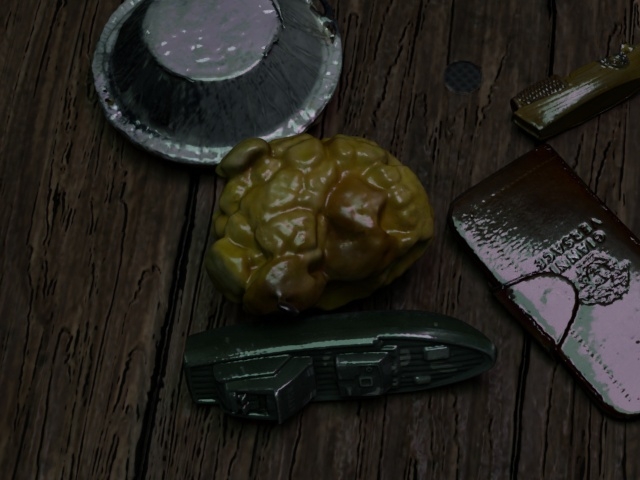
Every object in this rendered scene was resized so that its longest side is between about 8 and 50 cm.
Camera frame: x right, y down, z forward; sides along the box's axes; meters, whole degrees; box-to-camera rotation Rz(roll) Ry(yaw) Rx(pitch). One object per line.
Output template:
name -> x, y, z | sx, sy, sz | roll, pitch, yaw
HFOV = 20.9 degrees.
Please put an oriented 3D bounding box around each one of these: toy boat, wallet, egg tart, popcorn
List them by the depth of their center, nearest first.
toy boat -> 0.017, 0.105, 1.443 | 0.261, 0.078, 0.085 | -4, 45, 2
popcorn -> -0.010, -0.015, 1.475 | 0.194, 0.140, 0.163 | -31, 71, -15
wallet -> 0.226, 0.036, 1.501 | 0.137, 0.031, 0.255 | -34, 66, -16
toy boat -> 0.242, -0.142, 1.586 | 0.149, 0.047, 0.049 | -27, 64, -12
egg tart -> -0.096, -0.173, 1.590 | 0.234, 0.094, 0.234 | -2, 63, 3
